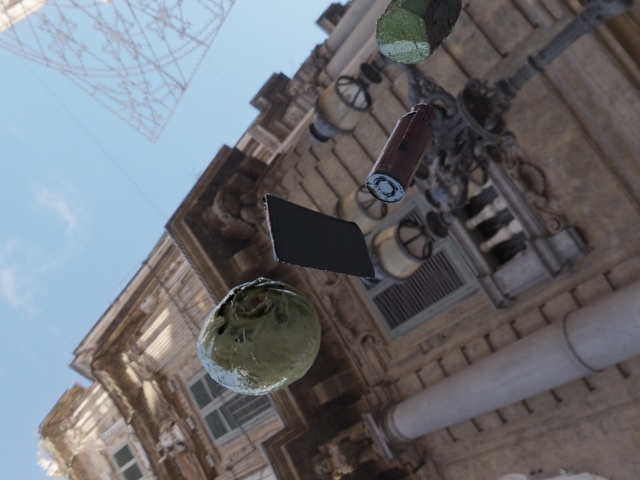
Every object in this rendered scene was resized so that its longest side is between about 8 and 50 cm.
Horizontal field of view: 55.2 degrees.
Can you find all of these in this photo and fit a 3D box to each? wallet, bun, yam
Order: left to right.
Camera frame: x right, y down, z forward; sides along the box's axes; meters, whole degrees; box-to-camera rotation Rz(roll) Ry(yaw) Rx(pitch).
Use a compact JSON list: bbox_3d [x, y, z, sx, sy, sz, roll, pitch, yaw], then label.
[{"bbox_3d":[-0.126,0.178,1.220,0.259,0.152,0.259,-5,-140,4],"label":"bun"},{"bbox_3d":[0.001,0.000,1.245,0.285,0.030,0.146,14,-129,-45],"label":"wallet"},{"bbox_3d":[0.296,-0.653,1.827,0.271,0.202,0.201,-49,-64,-40],"label":"yam"}]

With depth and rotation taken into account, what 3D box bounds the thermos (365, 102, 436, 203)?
[{"bbox_3d":[0.230,-0.264,1.662,0.330,0.109,0.136,-61,-41,-31],"label":"thermos"}]
